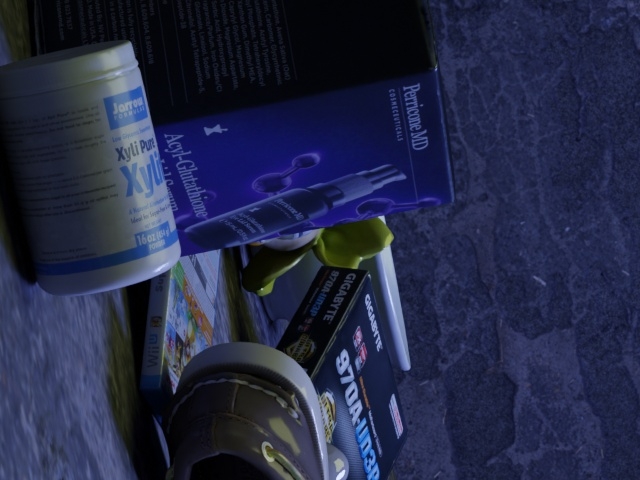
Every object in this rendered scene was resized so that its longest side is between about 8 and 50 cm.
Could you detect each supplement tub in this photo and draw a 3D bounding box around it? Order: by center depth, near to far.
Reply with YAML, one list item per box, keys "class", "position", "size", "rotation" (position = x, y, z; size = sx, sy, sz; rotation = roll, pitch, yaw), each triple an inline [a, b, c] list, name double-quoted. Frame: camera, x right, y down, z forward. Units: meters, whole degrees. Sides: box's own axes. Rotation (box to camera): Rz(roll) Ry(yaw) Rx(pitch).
- class: "supplement tub"
  position: [-0.109, -0.034, 0.847]
  size: [0.071, 0.071, 0.107]
  rotation: [-85, 163, -77]

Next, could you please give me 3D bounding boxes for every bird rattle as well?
- class: "bird rattle"
  position: [-0.040, -0.079, 1.664]
  size: [0.207, 0.143, 0.253]
  rotation: [-6, 82, -70]

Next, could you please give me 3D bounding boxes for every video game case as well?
- class: "video game case"
  position: [-0.086, 0.039, 1.147]
  size: [0.119, 0.015, 0.166]
  rotation: [72, 19, -61]

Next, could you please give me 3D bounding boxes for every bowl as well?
- class: "bowl"
  position: [0.000, 0.000, 1.884]
  size: [0.298, 0.134, 0.298]
  rotation: [-11, 90, -86]

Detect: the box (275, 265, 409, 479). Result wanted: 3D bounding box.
- class: "box"
  position: [0.010, 0.160, 1.633]
  size: [0.175, 0.051, 0.220]
  rotation: [-60, 148, -40]

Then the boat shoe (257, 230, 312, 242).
- class: "boat shoe"
  position: [-0.069, -0.046, 1.349]
  size: [0.109, 0.094, 0.302]
  rotation: [46, -2, 14]

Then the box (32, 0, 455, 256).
- class: "box"
  position: [-0.037, -0.080, 1.009]
  size: [0.153, 0.207, 0.108]
  rotation: [71, 8, -62]

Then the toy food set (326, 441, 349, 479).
- class: "toy food set"
  position: [-0.006, 0.266, 1.304]
  size: [0.220, 0.092, 0.306]
  rotation: [-93, 170, -68]

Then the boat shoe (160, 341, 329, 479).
- class: "boat shoe"
  position: [-0.021, 0.220, 1.099]
  size: [0.097, 0.116, 0.324]
  rotation: [-76, 156, -60]
